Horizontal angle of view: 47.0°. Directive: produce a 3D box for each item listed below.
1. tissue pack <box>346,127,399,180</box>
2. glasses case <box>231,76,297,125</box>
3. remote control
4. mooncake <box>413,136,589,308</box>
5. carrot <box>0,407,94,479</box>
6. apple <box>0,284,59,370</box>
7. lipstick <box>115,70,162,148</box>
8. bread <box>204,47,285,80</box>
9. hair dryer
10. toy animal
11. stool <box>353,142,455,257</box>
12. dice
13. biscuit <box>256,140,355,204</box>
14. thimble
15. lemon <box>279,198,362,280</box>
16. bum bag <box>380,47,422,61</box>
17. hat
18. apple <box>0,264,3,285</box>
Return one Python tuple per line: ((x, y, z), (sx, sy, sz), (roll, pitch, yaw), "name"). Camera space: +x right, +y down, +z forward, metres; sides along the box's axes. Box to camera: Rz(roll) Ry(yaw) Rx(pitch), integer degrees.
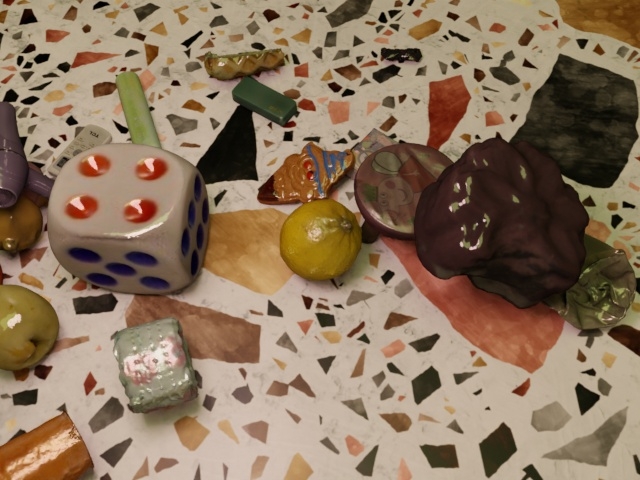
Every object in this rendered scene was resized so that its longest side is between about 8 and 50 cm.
((0.139, -0.219, 1.966), (0.109, 0.060, 0.148), (37, 68, 20), "tissue pack")
((-0.160, -0.397, 2.093), (0.184, 0.039, 0.077), (30, 65, 18), "glasses case")
((-0.659, -0.241, 2.023), (0.088, 0.029, 0.190), (26, 63, 16), "remote control")
((0.409, -0.045, 1.632), (0.381, 0.212, 0.350), (6, 69, -21), "mooncake")
((-0.608, 0.491, 1.530), (0.254, 0.196, 0.196), (-31, 63, -28), "carrot")
((-0.697, 0.196, 1.682), (0.200, 0.200, 0.200), (-1, 60, 1), "apple")
((-0.508, -0.344, 2.053), (0.076, 0.076, 0.304), (-17, 61, -8), "lipstick")
((-0.221, -0.516, 2.138), (0.232, 0.088, 0.128), (-10, 24, -8), "bread")
((-0.682, -0.166, 1.832), (0.121, 0.361, 0.301), (-36, 49, 23), "hair dryer")
((-0.772, -0.082, 1.856), (0.195, 0.169, 0.281), (3, 58, -22), "toy animal")
((0.215, -0.089, 1.818), (0.272, 0.178, 0.272), (-1, 59, 1), "stool")
((-0.441, -0.045, 1.741), (0.304, 0.304, 0.276), (5, 60, 5), "dice")
((-0.041, -0.170, 1.926), (0.280, 0.043, 0.183), (-22, 58, 1), "biscuit")
((-0.359, 0.279, 1.612), (0.149, 0.185, 0.211), (-15, 36, -9), "thimble")
((0.000, 0.000, 1.757), (0.192, 0.231, 0.192), (11, 68, -29), "lemon")
((0.239, -0.548, 2.172), (0.125, 0.034, 0.057), (1, 50, 2), "bum bag")
((0.616, 0.095, 1.763), (0.214, 0.149, 0.244), (-44, 31, 0), "hat")
((-0.891, 0.087, 1.737), (0.242, 0.242, 0.241), (-39, 56, -19), "apple")
